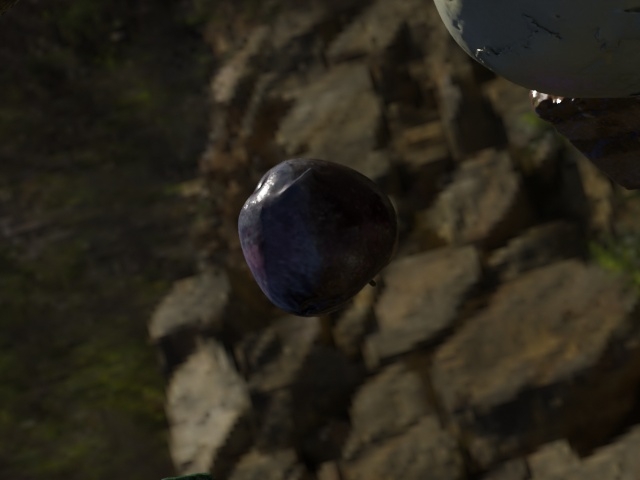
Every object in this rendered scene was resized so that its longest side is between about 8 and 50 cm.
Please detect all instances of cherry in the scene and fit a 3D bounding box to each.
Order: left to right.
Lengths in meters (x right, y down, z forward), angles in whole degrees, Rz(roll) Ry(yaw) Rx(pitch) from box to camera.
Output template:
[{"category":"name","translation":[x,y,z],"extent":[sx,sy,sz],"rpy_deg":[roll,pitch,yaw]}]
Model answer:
[{"category":"cherry","translation":[-0.008,-0.007,2.296],"extent":[0.195,0.195,0.195],"rpy_deg":[-16,-90,-86]}]

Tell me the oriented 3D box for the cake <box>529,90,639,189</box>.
[{"category":"cake","translation":[0.413,-0.173,2.318],"extent":[0.293,0.196,0.198],"rpy_deg":[41,-128,-36]}]

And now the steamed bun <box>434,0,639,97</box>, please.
[{"category":"steamed bun","translation":[0.258,-0.257,1.873],"extent":[0.334,0.312,0.233],"rpy_deg":[92,-179,-67]}]

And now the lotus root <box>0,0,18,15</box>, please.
[{"category":"lotus root","translation":[-0.280,-0.234,1.280],"extent":[0.278,0.154,0.154],"rpy_deg":[72,-177,-71]}]

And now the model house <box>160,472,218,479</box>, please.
[{"category":"model house","translation":[-0.176,0.450,2.231],"extent":[0.241,0.261,0.226],"rpy_deg":[47,151,40]}]
